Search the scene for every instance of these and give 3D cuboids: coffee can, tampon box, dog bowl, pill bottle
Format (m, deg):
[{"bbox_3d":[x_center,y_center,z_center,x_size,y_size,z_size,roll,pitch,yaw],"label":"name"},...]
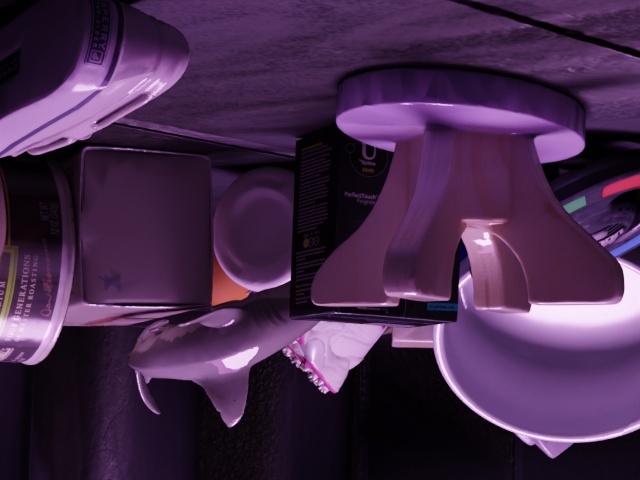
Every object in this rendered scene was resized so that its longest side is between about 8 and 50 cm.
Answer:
[{"bbox_3d":[-0.387,0.007,1.634,0.275,0.201,0.201,5,173,-28],"label":"coffee can"},{"bbox_3d":[0.047,-0.010,1.541,0.120,0.161,0.101,6,172,-23],"label":"tampon box"},{"bbox_3d":[0.252,0.078,1.838,0.265,0.265,0.104,0,-143,13],"label":"dog bowl"},{"bbox_3d":[0.000,0.000,1.801,0.124,0.124,0.221,-2,173,30],"label":"pill bottle"}]

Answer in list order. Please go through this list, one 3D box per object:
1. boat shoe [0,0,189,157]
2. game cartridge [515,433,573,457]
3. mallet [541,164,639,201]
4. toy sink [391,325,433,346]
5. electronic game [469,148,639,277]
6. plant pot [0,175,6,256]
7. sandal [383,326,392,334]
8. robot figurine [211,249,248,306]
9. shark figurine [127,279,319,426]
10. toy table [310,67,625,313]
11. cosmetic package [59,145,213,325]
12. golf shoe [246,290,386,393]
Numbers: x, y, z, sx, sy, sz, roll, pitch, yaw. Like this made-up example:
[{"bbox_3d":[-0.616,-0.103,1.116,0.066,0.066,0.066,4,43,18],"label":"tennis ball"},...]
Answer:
[{"bbox_3d":[-0.179,-0.100,1.162,0.088,0.096,0.267,12,160,-34],"label":"boat shoe"},{"bbox_3d":[0.281,0.121,2.117,0.230,0.068,0.355,-33,-163,-5],"label":"game cartridge"},{"bbox_3d":[0.256,-0.050,1.724,0.039,0.062,0.190,-3,-174,44],"label":"mallet"},{"bbox_3d":[0.198,0.046,2.022,0.234,0.152,0.131,0,173,2],"label":"toy sink"},{"bbox_3d":[0.240,-0.014,1.603,0.229,0.048,0.229,-20,160,-8],"label":"electronic game"},{"bbox_3d":[-0.370,-0.025,1.349,0.229,0.263,0.263,-16,-177,-29],"label":"plant pot"},{"bbox_3d":[0.120,0.051,2.269,0.086,0.120,0.303,-11,178,-22],"label":"sandal"},{"bbox_3d":[-0.051,0.042,2.145,0.219,0.128,0.158,8,-159,-42],"label":"robot figurine"},{"bbox_3d":[-0.111,0.121,1.681,0.278,0.116,0.166,-21,179,38],"label":"shark figurine"},{"bbox_3d":[0.108,-0.028,1.388,0.252,0.160,0.274,-3,173,38],"label":"toy table"},{"bbox_3d":[-0.210,0.003,1.772,0.129,0.153,0.296,2,175,-21],"label":"cosmetic package"},{"bbox_3d":[0.000,0.060,2.012,0.140,0.115,0.306,-40,155,-7],"label":"golf shoe"}]
